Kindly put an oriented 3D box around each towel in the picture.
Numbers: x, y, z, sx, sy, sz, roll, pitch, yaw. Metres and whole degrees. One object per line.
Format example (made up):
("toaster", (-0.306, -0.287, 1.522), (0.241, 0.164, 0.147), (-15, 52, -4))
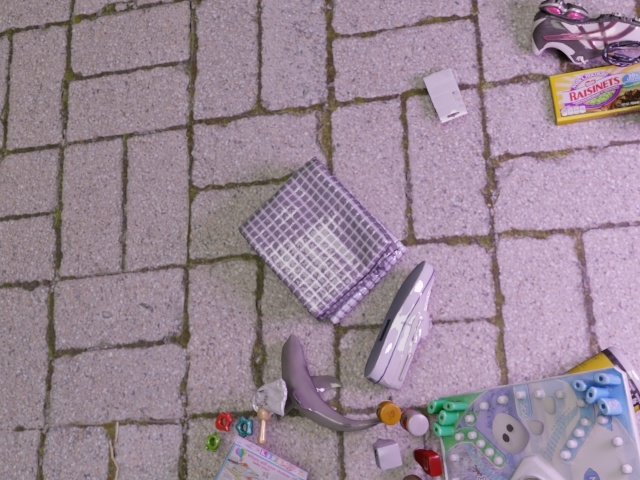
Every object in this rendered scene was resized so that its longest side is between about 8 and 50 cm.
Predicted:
("towel", (0.000, 0.000, 1.585), (0.235, 0.121, 0.284), (-44, 69, 1))

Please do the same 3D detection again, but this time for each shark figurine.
("shark figurine", (0.003, 0.317, 1.504), (0.278, 0.116, 0.166), (29, 86, 22))

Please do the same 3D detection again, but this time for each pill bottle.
("pill bottle", (0.466, 0.290, 1.384), (0.208, 0.119, 0.119), (-32, 70, 5))

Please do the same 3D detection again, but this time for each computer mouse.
("computer mouse", (0.671, -0.340, 1.520), (0.242, 0.041, 0.071), (20, 113, 4))

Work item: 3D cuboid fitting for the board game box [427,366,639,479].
("board game box", (0.356, 0.435, 1.298), (0.389, 0.050, 0.390), (-22, 67, 44))

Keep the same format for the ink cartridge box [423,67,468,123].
("ink cartridge box", (0.266, -0.303, 1.646), (0.062, 0.029, 0.115), (-20, 72, 8))

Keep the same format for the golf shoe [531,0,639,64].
("golf shoe", (0.566, -0.409, 1.574), (0.272, 0.105, 0.120), (18, 107, 16))

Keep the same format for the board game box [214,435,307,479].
("board game box", (-0.116, 0.457, 1.494), (0.154, 0.026, 0.104), (28, 108, 0))

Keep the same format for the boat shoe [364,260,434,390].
("boat shoe", (0.174, 0.168, 1.520), (0.084, 0.095, 0.258), (27, 86, -9))

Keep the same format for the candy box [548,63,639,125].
("candy box", (0.574, -0.300, 1.565), (0.205, 0.027, 0.105), (-8, 71, 12))

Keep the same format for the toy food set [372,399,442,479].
("toy food set", (0.151, 0.400, 1.425), (0.111, 0.104, 0.233), (-12, 91, -12))

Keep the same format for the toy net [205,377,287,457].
("toy net", (-0.134, 0.357, 1.535), (0.122, 0.045, 0.232), (43, 106, 33))
